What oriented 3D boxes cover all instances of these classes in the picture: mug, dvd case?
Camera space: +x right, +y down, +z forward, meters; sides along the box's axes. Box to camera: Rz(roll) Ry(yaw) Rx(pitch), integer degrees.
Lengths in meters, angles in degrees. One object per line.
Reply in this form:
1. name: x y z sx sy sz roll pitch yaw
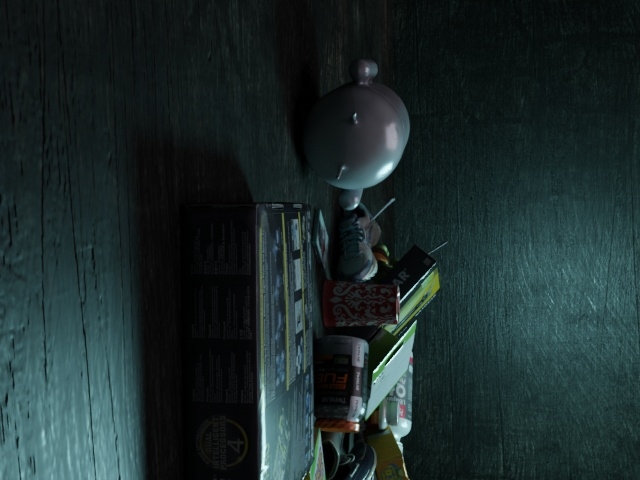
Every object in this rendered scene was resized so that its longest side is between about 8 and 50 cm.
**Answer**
1. mug: 0.098 0.143 1.702 0.150 0.170 0.113 -35 124 -77
2. dvd case: 0.000 0.000 1.595 0.119 0.013 0.087 76 17 -55

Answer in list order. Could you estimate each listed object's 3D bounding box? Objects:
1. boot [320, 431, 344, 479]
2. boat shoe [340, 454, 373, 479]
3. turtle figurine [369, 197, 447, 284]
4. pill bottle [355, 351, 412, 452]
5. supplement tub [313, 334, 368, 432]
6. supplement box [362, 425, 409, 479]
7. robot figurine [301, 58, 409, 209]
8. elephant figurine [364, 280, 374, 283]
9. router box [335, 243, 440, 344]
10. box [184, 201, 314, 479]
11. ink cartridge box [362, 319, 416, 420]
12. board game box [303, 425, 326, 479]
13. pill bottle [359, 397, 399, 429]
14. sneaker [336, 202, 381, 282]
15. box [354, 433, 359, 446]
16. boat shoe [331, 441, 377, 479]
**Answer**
1. boot: 0.027 0.398 1.629 0.208 0.076 0.189 -39 127 -68
2. boat shoe: 0.095 0.616 1.914 0.267 0.088 0.096 74 19 -56
3. turtle figurine: 0.185 0.022 2.088 0.197 0.275 0.266 60 24 -11
4. pill bottle: 0.173 0.464 2.093 0.176 0.177 0.318 69 23 -63
5. supplement tub: 0.040 0.301 1.532 0.117 0.117 0.190 64 28 -68
6. supplement box: 0.163 0.543 1.850 0.233 0.080 0.078 -140 -146 -82
7. robot figurine: 0.075 -0.217 1.483 0.353 0.200 0.299 -58 150 -72
8. elephant figurine: 0.192 0.168 2.305 0.239 0.186 0.169 18 34 -53
9. router box: 0.188 0.183 1.957 0.309 0.081 0.243 -46 157 -9
10. box: -0.078 0.146 0.949 0.318 0.097 0.394 -22 112 -81
11. ink cartridge box: 0.138 0.297 1.792 0.189 0.097 0.255 -44 154 -29
12. board game box: -0.015 0.496 1.472 0.124 0.039 0.259 -73 158 -60
13. pill bottle: 0.129 0.451 1.918 0.086 0.152 0.086 0 90 -80
14. sneaker: 0.079 0.004 1.861 0.283 0.110 0.122 -80 148 -54
15. box: 0.133 0.619 2.221 0.062 0.052 0.083 -75 163 -51
16. boat shoe: 0.059 0.547 1.698 0.079 0.095 0.254 47 34 -5
